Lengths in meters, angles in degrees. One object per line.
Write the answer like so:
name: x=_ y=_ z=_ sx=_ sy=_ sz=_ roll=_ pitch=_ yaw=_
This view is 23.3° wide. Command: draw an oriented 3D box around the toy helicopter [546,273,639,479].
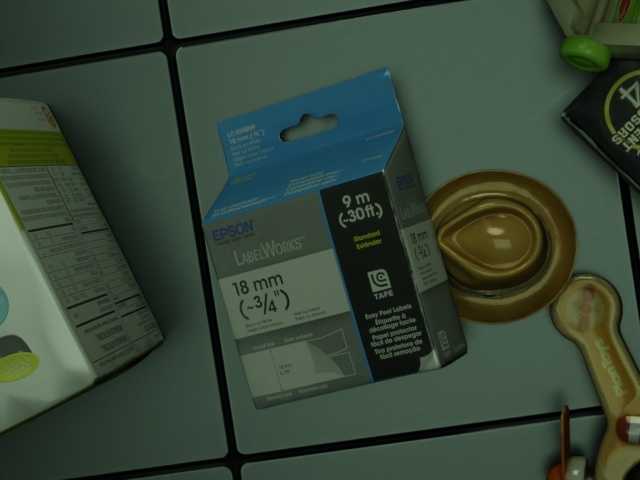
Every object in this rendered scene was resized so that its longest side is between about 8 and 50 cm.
toy helicopter: x=0.341 y=0.210 z=1.761 sx=0.235 sy=0.140 sz=0.355 roll=-25 pitch=79 yaw=15

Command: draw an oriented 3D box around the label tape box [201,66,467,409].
label tape box: x=0.000 y=0.000 z=1.741 sx=0.240 sy=0.106 sz=0.334 roll=-16 pitch=91 yaw=26

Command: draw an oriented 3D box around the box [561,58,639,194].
box: x=0.510 y=-0.168 z=1.682 sx=0.318 sy=0.097 sz=0.395 roll=46 pitch=104 yaw=8

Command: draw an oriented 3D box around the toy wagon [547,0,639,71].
toy wagon: x=0.343 y=-0.309 z=1.680 sx=0.344 sy=0.068 sz=0.267 roll=10 pitch=76 yaw=45

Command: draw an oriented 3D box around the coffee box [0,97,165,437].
coffee box: x=-0.418 y=0.062 z=1.705 sx=0.337 sy=0.338 sz=0.334 roll=-27 pitch=90 yaw=7

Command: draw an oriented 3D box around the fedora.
fedora: x=0.193 y=0.003 z=1.758 sx=0.194 sy=0.079 sz=0.194 roll=-1 pitch=82 yaw=10
